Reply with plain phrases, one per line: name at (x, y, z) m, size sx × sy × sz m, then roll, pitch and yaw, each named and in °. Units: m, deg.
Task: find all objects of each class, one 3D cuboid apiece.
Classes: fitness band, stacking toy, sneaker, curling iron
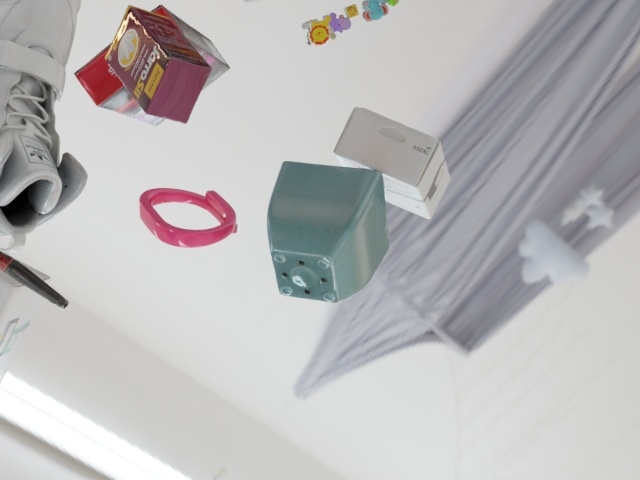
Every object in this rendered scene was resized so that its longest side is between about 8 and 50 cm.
fitness band at (-0.320, -0.062, 2.385) m, size 0.208 × 0.054 × 0.291 m, roll -6°, pitch -152°, yaw -28°
stacking toy at (0.070, -0.433, 1.927) m, size 0.167 × 0.221 × 0.052 m, roll -125°, pitch 13°, yaw -77°
sneaker at (-0.358, -0.161, 1.226) m, size 0.210 × 0.366 × 0.137 m, roll 27°, pitch -176°, yaw 43°
curling iron at (-0.532, 0.029, 1.707) m, size 0.274 × 0.068 × 0.035 m, roll 40°, pitch -167°, yaw 19°

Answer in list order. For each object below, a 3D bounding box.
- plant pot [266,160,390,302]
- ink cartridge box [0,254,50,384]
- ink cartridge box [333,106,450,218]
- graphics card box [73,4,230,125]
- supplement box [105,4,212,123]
plant pot at (0.000, 0.000, 2.266) m, size 0.247 × 0.252 × 0.248 m, roll 8°, pitch 134°, yaw 18°
ink cartridge box at (-0.725, 0.157, 2.038) m, size 0.198 × 0.270 × 0.197 m, roll 27°, pitch -174°, yaw 4°
ink cartridge box at (0.178, -0.181, 2.397) m, size 0.223 × 0.129 × 0.307 m, roll 25°, pitch 173°, yaw 16°
graphics card box at (-0.350, -0.365, 2.136) m, size 0.094 × 0.232 × 0.371 m, roll 54°, pitch -173°, yaw 4°
supplement box at (-0.261, -0.282, 1.585) m, size 0.080 × 0.104 × 0.188 m, roll 9°, pitch -150°, yaw -41°
